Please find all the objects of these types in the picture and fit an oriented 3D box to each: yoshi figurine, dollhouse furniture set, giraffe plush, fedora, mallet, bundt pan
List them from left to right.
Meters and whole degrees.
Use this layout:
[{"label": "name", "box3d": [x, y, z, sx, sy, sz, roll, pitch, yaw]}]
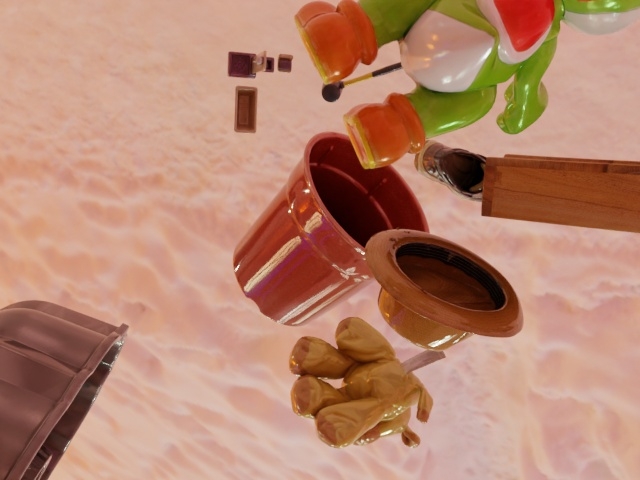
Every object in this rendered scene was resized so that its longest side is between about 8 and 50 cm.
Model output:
[{"label": "bundt pan", "box3d": [-0.317, 0.195, 0.683, 0.124, 0.331, 0.331, 31, 145, -5]}, {"label": "dollhouse furniture set", "box3d": [-0.077, -0.206, 1.017, 0.081, 0.091, 0.114, -161, 73, -68]}, {"label": "mallet", "box3d": [0.088, -0.299, 1.349, 0.189, 0.062, 0.039, -12, 118, 22]}, {"label": "giraffe plush", "box3d": [0.068, 0.219, 1.025, 0.210, 0.181, 0.170, -8, 145, 1]}, {"label": "fedora", "box3d": [0.127, 0.065, 0.807, 0.194, 0.194, 0.079, 31, 120, 10]}, {"label": "yoshi figurine", "box3d": [0.167, -0.217, 0.672, 0.203, 0.362, 0.203, 65, -175, 27]}]

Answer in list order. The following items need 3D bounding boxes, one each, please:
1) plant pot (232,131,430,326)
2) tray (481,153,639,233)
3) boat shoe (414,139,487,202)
[{"label": "plant pot", "box3d": [0.000, 0.000, 1.272, 0.272, 0.272, 0.265, 44, 125, -7]}, {"label": "tray", "box3d": [0.381, -0.063, 0.906, 0.202, 0.411, 0.076, 9, 98, 36]}, {"label": "boat shoe", "box3d": [0.175, -0.072, 0.843, 0.152, 0.056, 0.049, 13, -168, -34]}]
